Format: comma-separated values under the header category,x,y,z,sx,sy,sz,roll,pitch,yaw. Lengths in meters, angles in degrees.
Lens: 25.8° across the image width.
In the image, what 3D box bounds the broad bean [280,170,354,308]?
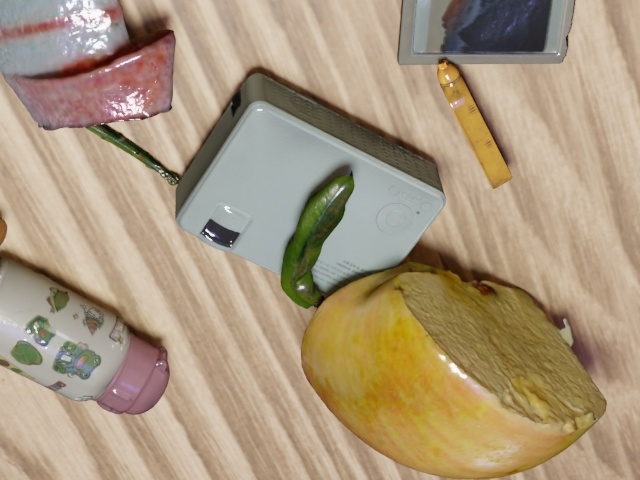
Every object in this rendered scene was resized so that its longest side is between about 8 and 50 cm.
category,x,y,z,sx,sy,sz,roll,pitch,yaw
broad bean,-0.008,0.002,1.540,0.061,0.046,0.195,-3,130,-17

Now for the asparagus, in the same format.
category,x,y,z,sx,sy,sz,roll,pitch,yaw
asparagus,-0.212,-0.100,1.590,0.127,0.018,0.015,34,150,-23

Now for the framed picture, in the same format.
category,x,y,z,sx,sy,sz,roll,pitch,yaw
framed picture,0.184,-0.308,1.484,0.192,0.018,0.265,-2,123,-5

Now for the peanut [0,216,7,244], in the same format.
category,x,y,z,sx,sy,sz,roll,pitch,yaw
peanut,-0.431,0.002,1.606,0.152,0.076,0.076,-21,123,14

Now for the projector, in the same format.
category,x,y,z,sx,sy,sz,roll,pitch,yaw
projector,-0.015,-0.054,1.589,0.257,0.099,0.192,25,117,-20

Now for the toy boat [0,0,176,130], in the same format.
category,x,y,z,sx,sy,sz,roll,pitch,yaw
toy boat,-0.262,-0.261,1.451,0.206,0.096,0.282,-3,115,15

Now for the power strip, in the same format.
category,x,y,z,sx,sy,sz,roll,pitch,yaw
power strip,0.171,-0.132,1.578,0.028,0.049,0.178,-26,123,10

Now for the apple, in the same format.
category,x,y,z,sx,sy,sz,roll,pitch,yaw
apple,0.146,0.154,1.635,0.309,0.314,0.252,6,86,-46

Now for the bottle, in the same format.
category,x,y,z,sx,sy,sz,roll,pitch,yaw
bottle,-0.299,0.126,1.672,0.253,0.120,0.120,32,116,-22
